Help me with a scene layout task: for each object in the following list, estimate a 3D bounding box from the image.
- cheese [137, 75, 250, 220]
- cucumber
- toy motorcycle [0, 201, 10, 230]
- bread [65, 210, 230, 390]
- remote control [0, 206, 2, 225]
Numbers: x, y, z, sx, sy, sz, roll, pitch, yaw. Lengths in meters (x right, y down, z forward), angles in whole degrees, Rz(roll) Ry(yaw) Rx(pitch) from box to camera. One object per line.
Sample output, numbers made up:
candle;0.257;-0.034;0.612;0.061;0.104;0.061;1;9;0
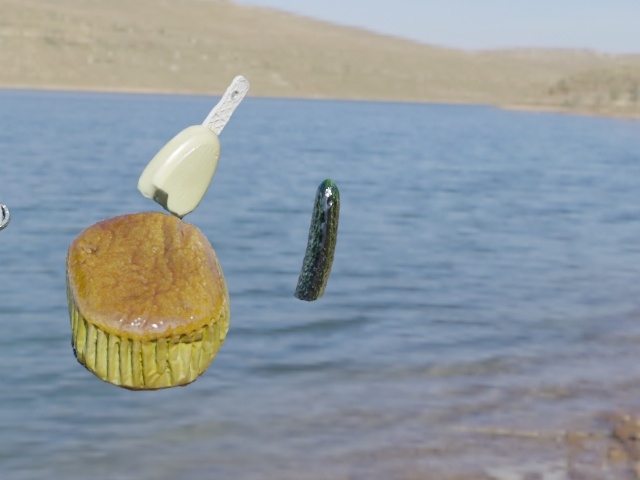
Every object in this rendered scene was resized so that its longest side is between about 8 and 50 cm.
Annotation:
cheese;-0.191;-0.157;2.019;0.054;0.251;0.127;32;-4;32
cucumber;0.000;0.000;2.116;0.052;0.215;0.058;0;16;-43
toy motorcycle;-0.698;-0.041;2.385;0.205;0.114;0.076;14;-22;-4
bread;-0.240;0.078;1.750;0.227;0.142;0.253;-1;46;-9
remote control;-0.697;-0.010;2.065;0.344;0.050;0.145;-18;-18;28
